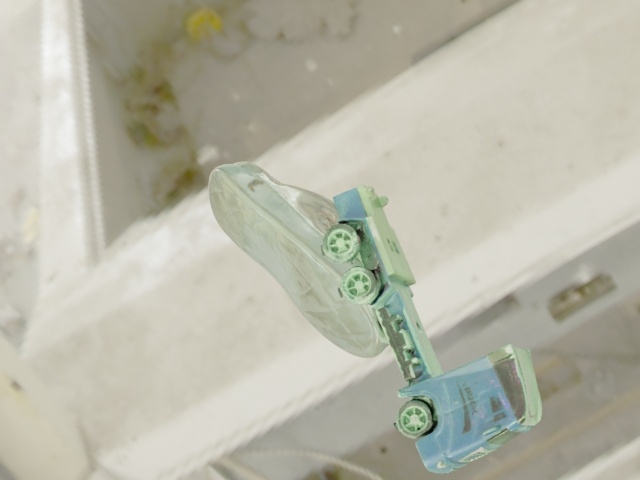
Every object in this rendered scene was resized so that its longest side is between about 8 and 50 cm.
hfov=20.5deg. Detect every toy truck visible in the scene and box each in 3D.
[{"bbox_3d":[0.066,0.044,1.033,0.081,0.067,0.175,-25,76,13],"label":"toy truck"}]

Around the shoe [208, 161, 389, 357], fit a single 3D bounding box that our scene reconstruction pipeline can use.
[{"bbox_3d":[0.000,0.000,1.249,0.078,0.079,0.195,-31,51,-28],"label":"shoe"}]
